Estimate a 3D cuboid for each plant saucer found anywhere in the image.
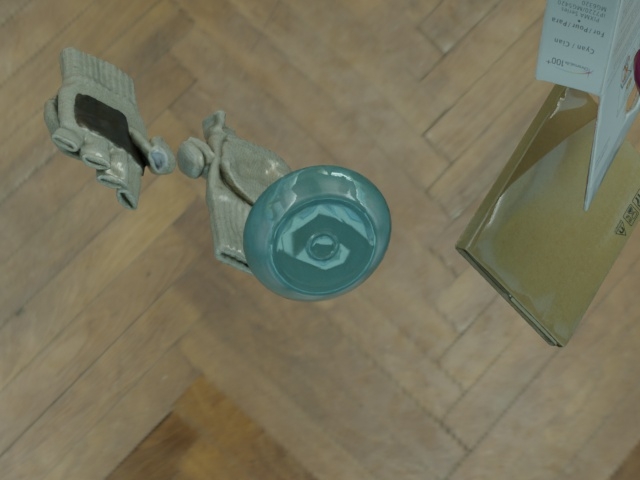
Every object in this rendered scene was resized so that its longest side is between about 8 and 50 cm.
[{"bbox_3d":[0.000,0.000,1.154,0.119,0.021,0.119,-5,116,-10],"label":"plant saucer"}]

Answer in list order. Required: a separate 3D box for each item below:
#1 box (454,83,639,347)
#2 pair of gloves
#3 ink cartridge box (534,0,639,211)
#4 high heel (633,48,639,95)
[{"bbox_3d":[0.225,-0.026,1.383,0.164,0.021,0.201,43,72,-31],"label":"box"},{"bbox_3d":[-0.121,-0.074,1.268,0.240,0.204,0.042,28,117,-18],"label":"pair of gloves"},{"bbox_3d":[0.264,-0.215,1.298,0.066,0.261,0.296,18,45,18],"label":"ink cartridge box"},{"bbox_3d":[0.285,-0.057,0.889,0.127,0.377,0.181,-39,83,17],"label":"high heel"}]
